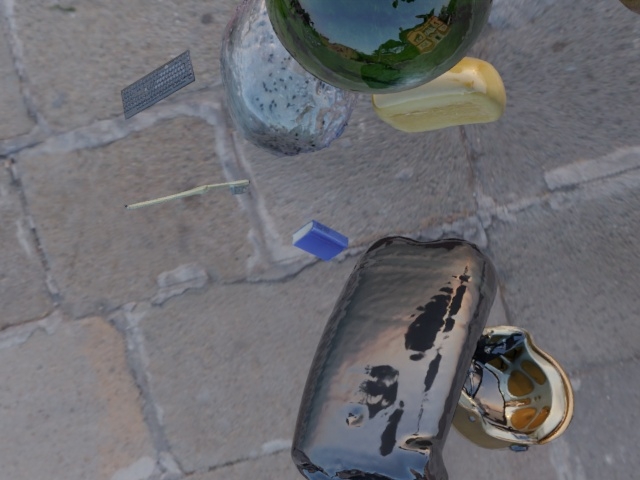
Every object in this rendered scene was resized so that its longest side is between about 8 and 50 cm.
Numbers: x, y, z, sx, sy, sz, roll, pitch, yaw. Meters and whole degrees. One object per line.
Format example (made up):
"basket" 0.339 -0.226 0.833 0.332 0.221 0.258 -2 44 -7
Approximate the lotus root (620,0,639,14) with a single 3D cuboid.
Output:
"lotus root" 0.544 -0.519 1.575 0.111 0.390 0.375 -28 103 43

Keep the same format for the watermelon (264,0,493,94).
"watermelon" 0.060 -0.273 1.003 0.242 0.242 0.243 1 99 9

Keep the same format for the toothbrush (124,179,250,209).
"toothbrush" -0.260 -0.092 1.901 0.026 0.294 0.028 12 108 49

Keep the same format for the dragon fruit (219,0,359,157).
"dragon fruit" -0.076 -0.281 1.649 0.283 0.203 0.221 -10 62 49

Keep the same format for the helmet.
"helmet" 0.266 0.236 1.471 0.224 0.130 0.199 18 58 -24

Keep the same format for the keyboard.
"keyboard" -0.305 -0.288 1.775 0.198 0.010 0.064 -21 76 37

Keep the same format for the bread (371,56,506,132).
"bread" 0.191 -0.242 1.537 0.217 0.147 0.098 -4 75 28

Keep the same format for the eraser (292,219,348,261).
"eraser" 0.000 0.000 1.723 0.084 0.027 0.063 26 136 -31

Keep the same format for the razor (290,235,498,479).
"razor" 0.092 0.145 1.164 0.204 0.349 0.113 -1 139 30
